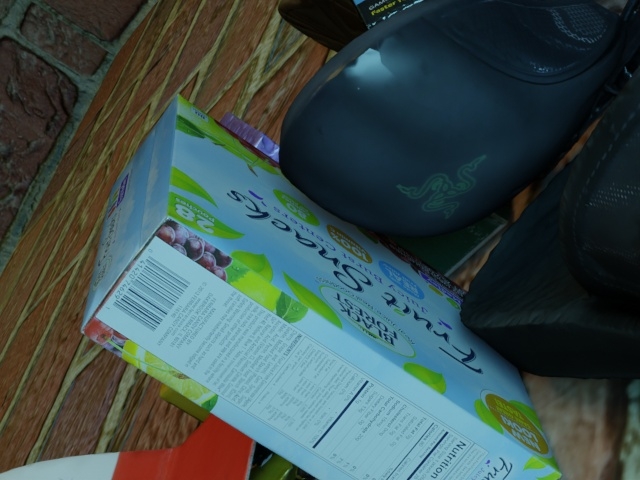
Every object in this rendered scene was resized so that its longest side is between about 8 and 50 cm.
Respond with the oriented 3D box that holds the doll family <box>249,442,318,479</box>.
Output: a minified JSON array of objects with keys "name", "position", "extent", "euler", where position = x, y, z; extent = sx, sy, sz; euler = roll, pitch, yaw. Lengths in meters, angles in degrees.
[{"name":"doll family","position":[-0.009,0.136,0.753],"extent":[0.111,0.076,0.193],"euler":[-52,21,1]}]

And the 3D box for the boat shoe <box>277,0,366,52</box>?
[{"name":"boat shoe","position":[0.044,-0.234,1.202],"extent":[0.110,0.121,0.341],"euler":[-59,14,-4]}]

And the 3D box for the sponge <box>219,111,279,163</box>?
[{"name":"sponge","position":[-0.080,-0.035,1.056],"extent":[0.117,0.031,0.210],"euler":[-54,14,2]}]

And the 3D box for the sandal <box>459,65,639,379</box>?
[{"name":"sandal","position":[0.135,-0.033,0.468],"extent":[0.167,0.107,0.446],"euler":[-51,7,-19]}]

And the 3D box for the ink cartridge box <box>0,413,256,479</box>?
[{"name":"ink cartridge box","position":[-0.175,0.238,0.762],"extent":[0.385,0.091,0.308],"euler":[-49,19,37]}]

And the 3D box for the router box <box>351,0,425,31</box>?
[{"name":"router box","position":[0.103,-0.178,0.872],"extent":[0.178,0.046,0.133],"euler":[-25,33,4]}]

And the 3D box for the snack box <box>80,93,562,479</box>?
[{"name":"snack box","position":[-0.002,0.037,0.657],"extent":[0.070,0.207,0.174],"euler":[-53,15,16]}]

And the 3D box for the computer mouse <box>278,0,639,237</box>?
[{"name":"computer mouse","position":[0.094,-0.060,0.662],"extent":[0.272,0.072,0.188],"euler":[-17,-24,-48]}]

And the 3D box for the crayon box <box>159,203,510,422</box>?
[{"name":"crayon box","position":[0.000,0.000,0.957],"extent":[0.323,0.083,0.203],"euler":[-46,19,36]}]
